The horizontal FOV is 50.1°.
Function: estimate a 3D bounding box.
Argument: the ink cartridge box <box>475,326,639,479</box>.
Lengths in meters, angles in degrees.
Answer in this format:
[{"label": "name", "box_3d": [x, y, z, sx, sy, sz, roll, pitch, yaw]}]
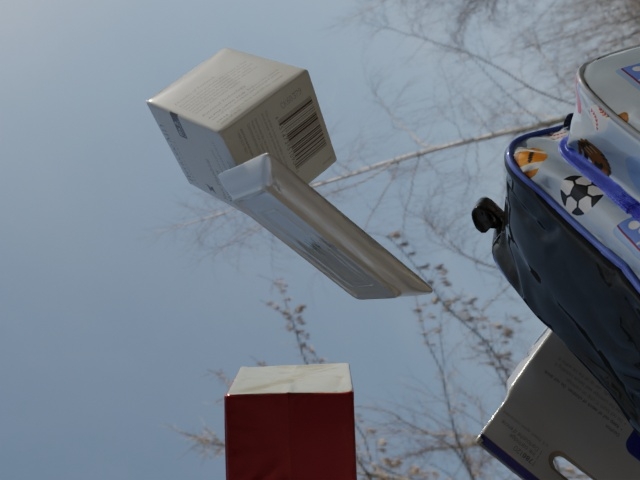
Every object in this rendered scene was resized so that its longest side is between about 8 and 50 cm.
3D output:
[{"label": "ink cartridge box", "box_3d": [0.279, 0.088, 0.562, 0.332, 0.165, 0.065, -47, -14, -17]}]

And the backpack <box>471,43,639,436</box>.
[{"label": "backpack", "box_3d": [0.272, -0.013, 0.420, 0.213, 0.263, 0.276, 93, 156, -46]}]

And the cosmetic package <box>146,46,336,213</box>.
[{"label": "cosmetic package", "box_3d": [-0.106, -0.150, 0.939, 0.151, 0.184, 0.151, -42, -47, -22]}]

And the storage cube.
[{"label": "storage cube", "box_3d": [-0.038, 0.298, 1.020, 0.215, 0.184, 0.193, -52, -40, -88]}]

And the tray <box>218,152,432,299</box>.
[{"label": "tray", "box_3d": [0.000, 0.000, 0.833, 0.270, 0.145, 0.030, 39, -114, -22]}]
